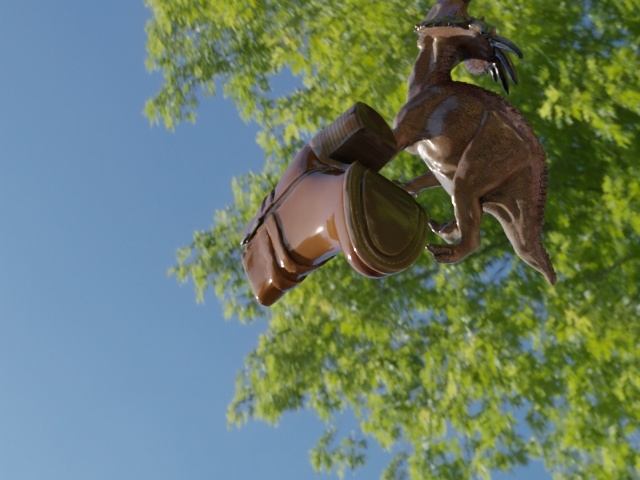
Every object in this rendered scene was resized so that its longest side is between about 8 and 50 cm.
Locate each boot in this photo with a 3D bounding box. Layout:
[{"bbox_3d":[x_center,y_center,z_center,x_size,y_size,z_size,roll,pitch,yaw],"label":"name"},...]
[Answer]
[{"bbox_3d":[0.000,0.000,0.754,0.073,0.197,0.152,35,-64,-21],"label":"boot"}]

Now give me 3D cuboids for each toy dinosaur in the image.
[{"bbox_3d":[0.146,-0.101,0.959,0.200,0.127,0.296,-45,-109,16],"label":"toy dinosaur"}]
